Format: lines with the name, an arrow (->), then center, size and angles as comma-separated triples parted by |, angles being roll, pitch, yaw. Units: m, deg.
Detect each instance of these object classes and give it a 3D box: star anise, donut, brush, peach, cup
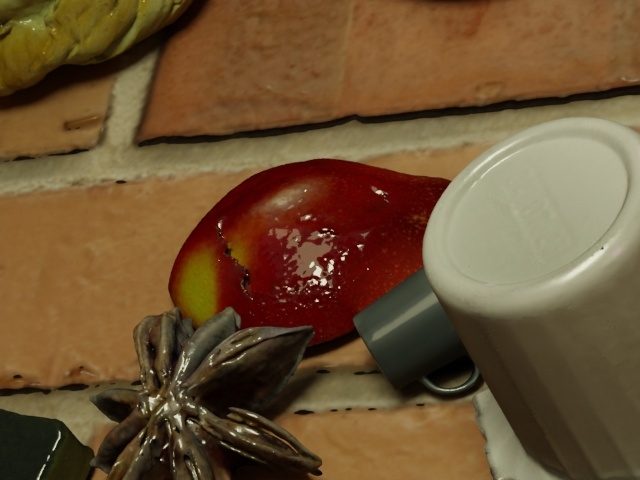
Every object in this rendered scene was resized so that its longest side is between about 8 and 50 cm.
star anise -> -0.096, 0.138, 1.567 | 0.229, 0.093, 0.236 | -34, 49, 4
donut -> -0.275, -0.301, 1.956 | 0.360, 0.170, 0.360 | -16, 50, 19
brush -> -0.293, 0.193, 1.629 | 0.197, 0.059, 0.123 | 9, 56, 29
peach -> -0.003, -0.002, 1.657 | 0.279, 0.068, 0.189 | -23, 49, 5
cup -> 0.081, 0.079, 1.555 | 0.077, 0.078, 0.100 | -32, 78, 4

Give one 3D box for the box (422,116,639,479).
box -> 0.209, 0.024, 1.419 | 0.262, 0.206, 0.291 | 14, 60, 45
